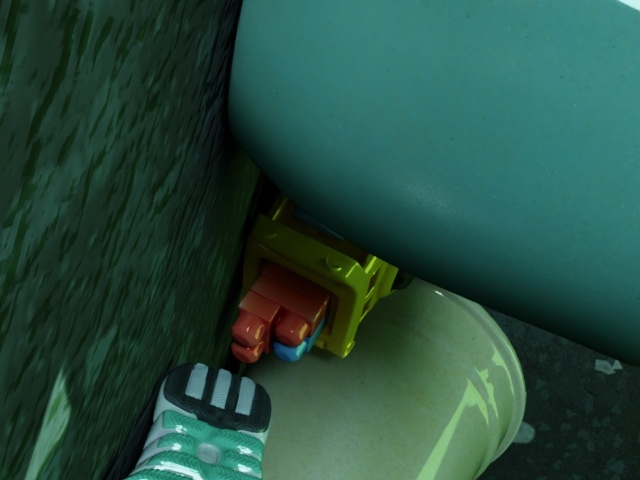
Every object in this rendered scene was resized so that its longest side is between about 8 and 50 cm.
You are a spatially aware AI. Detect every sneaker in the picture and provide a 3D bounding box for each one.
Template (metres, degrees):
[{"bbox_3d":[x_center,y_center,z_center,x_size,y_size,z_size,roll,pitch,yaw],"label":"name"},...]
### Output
[{"bbox_3d":[-0.069,0.151,0.437,0.224,0.083,0.098,-73,-176,-71],"label":"sneaker"}]

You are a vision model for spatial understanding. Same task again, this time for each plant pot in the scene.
[{"bbox_3d":[0.014,0.232,0.934,0.305,0.333,0.334,-55,165,-49],"label":"plant pot"},{"bbox_3d":[0.088,-0.107,0.465,0.293,0.235,0.293,15,90,-89],"label":"plant pot"}]

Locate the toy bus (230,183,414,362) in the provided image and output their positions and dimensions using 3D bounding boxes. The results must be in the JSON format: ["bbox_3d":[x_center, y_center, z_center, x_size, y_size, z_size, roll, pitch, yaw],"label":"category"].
[{"bbox_3d":[0.000,0.000,0.751,0.211,0.149,0.220,-54,166,-34],"label":"toy bus"}]
